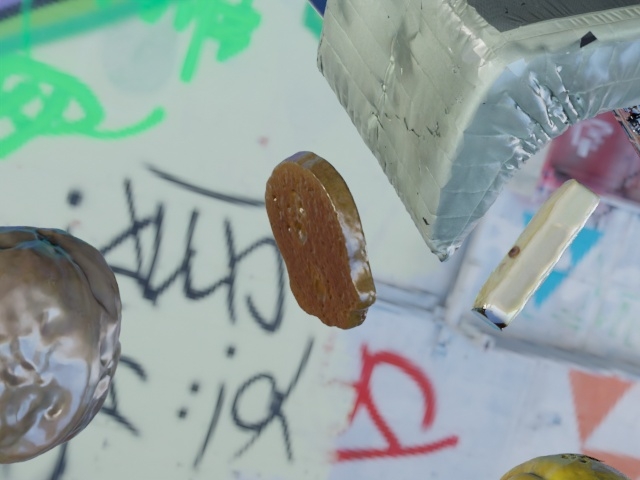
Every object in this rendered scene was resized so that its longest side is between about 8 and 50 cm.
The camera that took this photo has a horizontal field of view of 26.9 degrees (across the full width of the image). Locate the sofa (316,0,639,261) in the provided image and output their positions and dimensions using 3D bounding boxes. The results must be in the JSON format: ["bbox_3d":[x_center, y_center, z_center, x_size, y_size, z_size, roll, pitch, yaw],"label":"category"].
[{"bbox_3d":[0.139,-0.131,0.897,0.225,0.176,0.210,-16,-126,-23],"label":"sofa"}]

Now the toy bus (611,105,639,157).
[{"bbox_3d":[0.485,-0.145,1.929,0.235,0.073,0.096,53,174,-17],"label":"toy bus"}]

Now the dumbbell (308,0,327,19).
[{"bbox_3d":[-0.026,-0.396,1.565,0.160,0.144,0.325,-27,-124,-20],"label":"dumbbell"}]

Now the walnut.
[{"bbox_3d":[-0.331,0.113,1.409,0.227,0.273,0.273,23,-174,3],"label":"walnut"}]

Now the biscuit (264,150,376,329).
[{"bbox_3d":[0.002,-0.001,1.887,0.049,0.257,0.273,-20,-173,-20],"label":"biscuit"}]

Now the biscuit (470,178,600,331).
[{"bbox_3d":[0.238,0.015,1.470,0.052,0.188,0.056,37,172,-1],"label":"biscuit"}]

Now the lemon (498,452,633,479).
[{"bbox_3d":[0.383,0.466,2.026,0.297,0.297,0.297,17,-174,-2],"label":"lemon"}]
